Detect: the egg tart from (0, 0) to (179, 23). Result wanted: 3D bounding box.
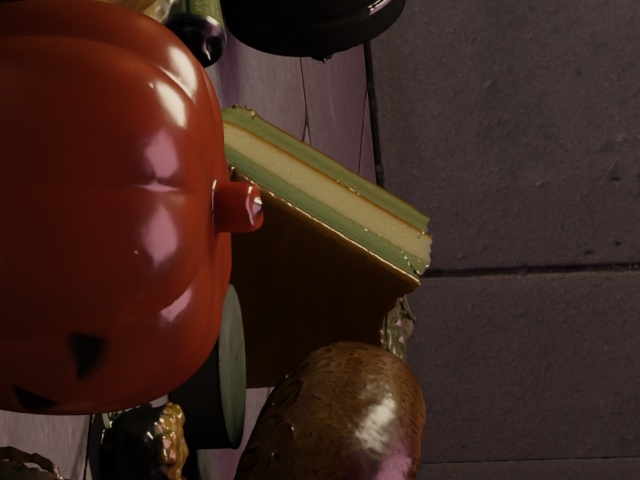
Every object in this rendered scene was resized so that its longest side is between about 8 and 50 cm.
[{"bbox_3d":[-0.092,-0.306,0.874,0.443,0.178,0.443,-3,90,-76],"label":"egg tart"}]

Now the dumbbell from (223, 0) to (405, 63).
[{"bbox_3d":[-0.020,-0.331,1.670,0.185,0.185,0.388,-86,170,-49],"label":"dumbbell"}]

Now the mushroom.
[{"bbox_3d":[-0.006,0.225,1.458,0.278,0.163,0.297,19,93,-77],"label":"mushroom"}]

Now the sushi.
[{"bbox_3d":[-0.105,0.214,1.233,0.290,0.050,0.264,80,10,-54],"label":"sushi"}]

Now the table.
[{"bbox_3d":[-0.090,0.102,1.451,0.133,0.043,0.133,-3,90,-84],"label":"table"}]

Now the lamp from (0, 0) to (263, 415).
[{"bbox_3d":[-0.106,-0.013,0.789,0.187,0.163,0.188,0,90,-84],"label":"lamp"}]

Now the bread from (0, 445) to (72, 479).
[{"bbox_3d":[-0.142,0.175,0.736,0.110,0.103,0.156,-58,141,-59],"label":"bread"}]

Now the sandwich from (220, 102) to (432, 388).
[{"bbox_3d":[0.000,0.000,1.611,0.155,0.198,0.227,-79,165,-65],"label":"sandwich"}]

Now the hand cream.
[{"bbox_3d":[-0.109,-0.222,1.445,0.086,0.055,0.235,84,-1,-49],"label":"hand cream"}]
